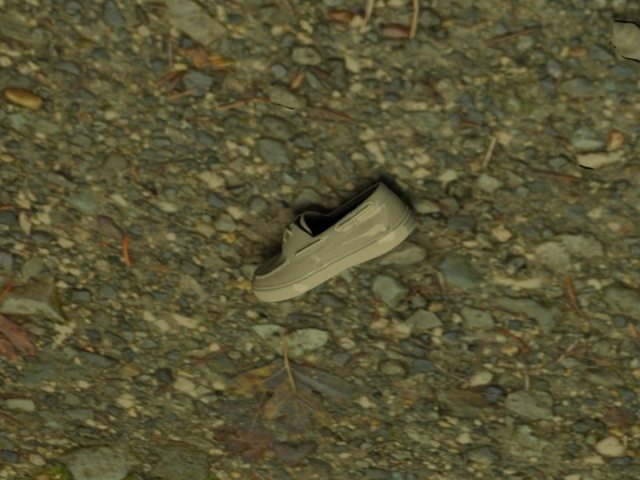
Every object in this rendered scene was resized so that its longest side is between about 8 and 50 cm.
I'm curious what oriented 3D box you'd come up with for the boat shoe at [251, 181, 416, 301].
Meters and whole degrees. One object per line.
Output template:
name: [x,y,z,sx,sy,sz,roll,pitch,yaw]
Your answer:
boat shoe: [0.000,0.000,1.508,0.184,0.066,0.063,-23,112,36]
